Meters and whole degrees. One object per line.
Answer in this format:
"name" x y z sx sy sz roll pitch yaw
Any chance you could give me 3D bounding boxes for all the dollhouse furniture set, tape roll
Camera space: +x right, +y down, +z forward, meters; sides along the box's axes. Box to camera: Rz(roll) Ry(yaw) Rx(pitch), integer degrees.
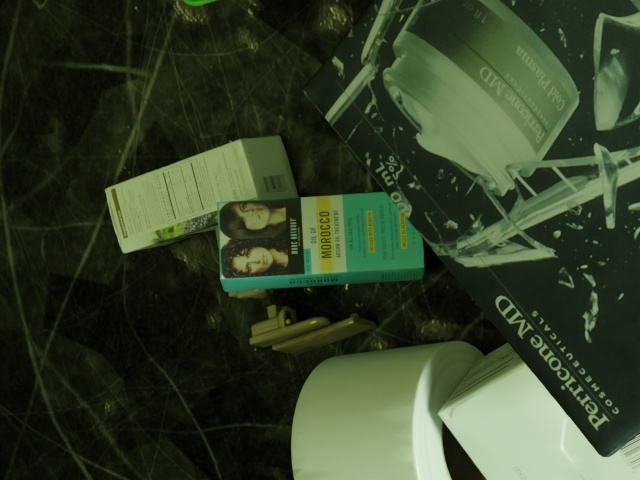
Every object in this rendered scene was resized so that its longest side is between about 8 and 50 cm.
"dollhouse furniture set" -0.031 0.047 2.050 0.123 0.144 0.151 -20 71 28
"tape roll" 0.102 0.246 1.912 0.169 0.246 0.246 -11 90 33

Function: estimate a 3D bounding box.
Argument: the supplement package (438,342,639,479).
"supplement package" 0.301 0.219 1.802 0.204 0.145 0.262 -35 94 31

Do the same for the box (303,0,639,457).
"box" 0.320 -0.143 1.521 0.480 0.297 0.472 51 136 10

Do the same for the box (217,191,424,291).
"box" 0.000 0.000 1.972 0.244 0.060 0.100 -4 74 0

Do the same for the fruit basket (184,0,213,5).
"fruit basket" -0.056 -0.439 1.860 0.392 0.392 0.283 -10 90 33

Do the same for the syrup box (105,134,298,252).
"syrup box" -0.156 -0.059 2.130 0.237 0.093 0.096 -18 86 33
